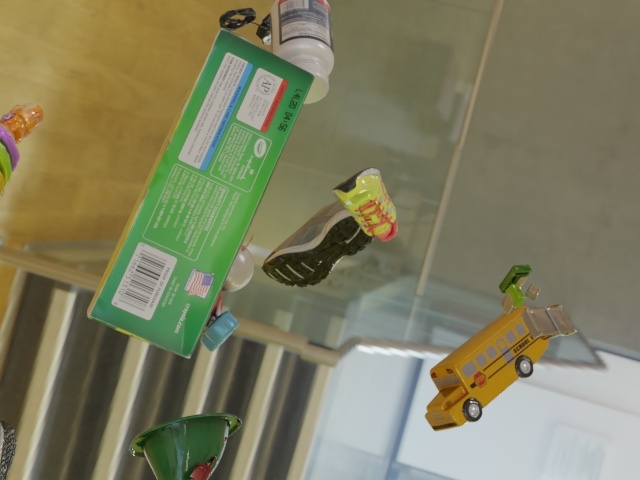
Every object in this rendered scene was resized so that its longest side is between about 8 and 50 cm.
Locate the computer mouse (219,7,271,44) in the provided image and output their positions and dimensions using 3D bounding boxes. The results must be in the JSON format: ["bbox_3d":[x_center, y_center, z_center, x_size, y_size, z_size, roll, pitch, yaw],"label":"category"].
[{"bbox_3d":[-0.124,-0.427,1.996,0.071,0.041,0.242,-45,162,24],"label":"computer mouse"}]

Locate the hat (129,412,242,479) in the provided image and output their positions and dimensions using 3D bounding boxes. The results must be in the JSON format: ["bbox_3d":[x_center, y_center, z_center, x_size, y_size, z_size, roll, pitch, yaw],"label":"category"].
[{"bbox_3d":[-0.192,0.375,1.539,0.208,0.173,0.184,11,51,-48],"label":"hat"}]

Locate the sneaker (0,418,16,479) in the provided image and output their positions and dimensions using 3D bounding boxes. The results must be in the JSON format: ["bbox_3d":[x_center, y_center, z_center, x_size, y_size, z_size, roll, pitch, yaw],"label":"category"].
[{"bbox_3d":[-0.569,0.382,1.732,0.063,0.073,0.162,60,43,-83],"label":"sneaker"}]

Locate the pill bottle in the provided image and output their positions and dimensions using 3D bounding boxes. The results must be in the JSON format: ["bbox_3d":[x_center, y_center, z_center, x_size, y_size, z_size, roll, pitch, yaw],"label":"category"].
[{"bbox_3d":[-0.031,-0.325,1.733,0.108,0.108,0.180,88,-1,-58],"label":"pill bottle"}]

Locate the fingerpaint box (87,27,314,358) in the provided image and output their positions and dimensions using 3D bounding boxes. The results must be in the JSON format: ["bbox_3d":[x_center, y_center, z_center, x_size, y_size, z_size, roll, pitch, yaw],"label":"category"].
[{"bbox_3d":[-0.196,-0.056,1.578,0.445,0.163,0.371,-67,-169,-9],"label":"fingerpaint box"}]

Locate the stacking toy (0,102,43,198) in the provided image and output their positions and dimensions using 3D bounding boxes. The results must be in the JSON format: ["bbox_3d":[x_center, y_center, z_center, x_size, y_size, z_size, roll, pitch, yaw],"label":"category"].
[{"bbox_3d":[-0.508,-0.120,1.506,0.166,0.175,0.302,61,42,-28],"label":"stacking toy"}]

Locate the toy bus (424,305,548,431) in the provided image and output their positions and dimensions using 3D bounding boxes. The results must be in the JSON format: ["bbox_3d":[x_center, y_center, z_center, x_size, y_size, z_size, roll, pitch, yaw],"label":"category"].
[{"bbox_3d":[0.357,0.282,2.236,0.332,0.130,0.108,-32,-178,-32],"label":"toy bus"}]

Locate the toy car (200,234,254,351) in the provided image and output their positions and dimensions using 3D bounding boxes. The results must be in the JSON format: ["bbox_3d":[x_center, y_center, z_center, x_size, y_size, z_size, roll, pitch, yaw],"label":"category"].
[{"bbox_3d":[-0.227,0.082,2.251,0.238,0.219,0.210,-44,178,-18],"label":"toy car"}]

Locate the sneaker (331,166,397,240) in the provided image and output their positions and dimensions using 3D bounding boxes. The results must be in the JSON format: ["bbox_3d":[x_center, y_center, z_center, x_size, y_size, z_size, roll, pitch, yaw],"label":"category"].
[{"bbox_3d":[0.086,-0.053,1.672,0.094,0.081,0.208,65,13,19],"label":"sneaker"}]

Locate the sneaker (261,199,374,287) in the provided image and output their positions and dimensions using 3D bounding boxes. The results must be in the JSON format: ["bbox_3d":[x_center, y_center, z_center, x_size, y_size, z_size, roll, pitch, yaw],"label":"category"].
[{"bbox_3d":[0.000,0.000,1.940,0.271,0.100,0.108,-32,-146,29],"label":"sneaker"}]

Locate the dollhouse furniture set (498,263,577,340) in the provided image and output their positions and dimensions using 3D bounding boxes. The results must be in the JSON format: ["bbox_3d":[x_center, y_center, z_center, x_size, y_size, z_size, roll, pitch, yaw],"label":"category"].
[{"bbox_3d":[0.346,0.114,1.673,0.059,0.076,0.152,112,-35,-43],"label":"dollhouse furniture set"}]
